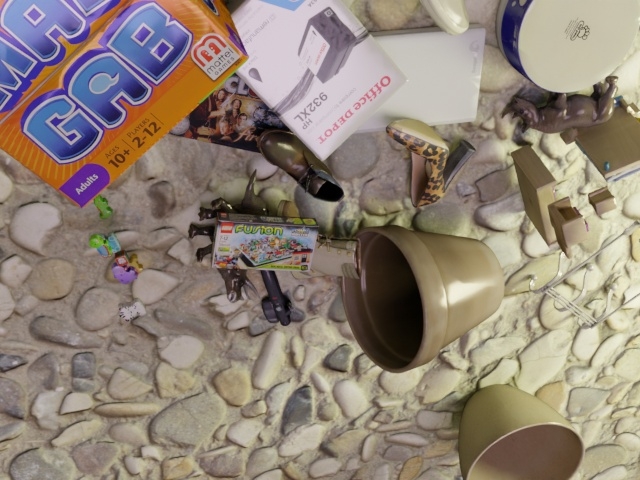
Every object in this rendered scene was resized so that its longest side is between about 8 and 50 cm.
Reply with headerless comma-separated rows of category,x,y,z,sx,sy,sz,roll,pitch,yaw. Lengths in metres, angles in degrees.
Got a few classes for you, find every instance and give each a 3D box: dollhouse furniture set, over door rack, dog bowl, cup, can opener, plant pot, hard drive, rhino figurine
dollhouse furniture set,0.614,-0.118,1.683,0.303,0.286,0.198,-25,134,5
over door rack,0.716,0.080,1.926,0.239,0.108,0.324,32,131,-30
dog bowl,0.491,-0.433,1.543,0.264,0.104,0.265,-7,125,-10
cup,0.508,0.529,2.105,0.331,0.237,0.331,-7,124,-10
can opener,-0.106,0.122,1.776,0.073,0.059,0.186,-16,126,-4
plant pot,0.243,0.108,1.742,0.280,0.323,0.323,-11,127,-30
hard drive,0.173,-0.324,1.569,0.307,0.040,0.203,-7,124,-10
rhino figurine,0.509,-0.282,1.657,0.243,0.073,0.106,-9,114,9

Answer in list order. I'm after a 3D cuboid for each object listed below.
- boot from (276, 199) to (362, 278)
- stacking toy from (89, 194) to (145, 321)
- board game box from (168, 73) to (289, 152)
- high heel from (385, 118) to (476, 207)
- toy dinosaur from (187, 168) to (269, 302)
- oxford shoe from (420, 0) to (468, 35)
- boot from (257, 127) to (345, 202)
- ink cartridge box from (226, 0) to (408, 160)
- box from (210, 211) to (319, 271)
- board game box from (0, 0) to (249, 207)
boot,0.000,0.000,1.670,0.165,0.077,0.213,1,131,22
stacking toy,-0.417,0.036,1.568,0.052,0.167,0.221,-20,126,-2
board game box,-0.171,-0.265,1.512,0.243,0.042,0.165,9,120,-21
high heel,0.191,-0.151,1.627,0.261,0.093,0.186,12,127,-41
toy dinosaur,-0.178,-0.026,1.645,0.160,0.121,0.314,7,116,-33
oxford shoe,0.186,-0.559,1.334,0.130,0.169,0.449,-16,124,20
boot,-0.031,-0.148,1.550,0.082,0.106,0.219,-52,141,8
ink cartridge box,-0.028,-0.334,1.407,0.223,0.129,0.307,-43,115,6
box,-0.115,0.005,1.587,0.207,0.036,0.114,3,120,-16
board game box,-0.381,-0.350,1.204,0.356,0.356,0.356,-39,124,12
